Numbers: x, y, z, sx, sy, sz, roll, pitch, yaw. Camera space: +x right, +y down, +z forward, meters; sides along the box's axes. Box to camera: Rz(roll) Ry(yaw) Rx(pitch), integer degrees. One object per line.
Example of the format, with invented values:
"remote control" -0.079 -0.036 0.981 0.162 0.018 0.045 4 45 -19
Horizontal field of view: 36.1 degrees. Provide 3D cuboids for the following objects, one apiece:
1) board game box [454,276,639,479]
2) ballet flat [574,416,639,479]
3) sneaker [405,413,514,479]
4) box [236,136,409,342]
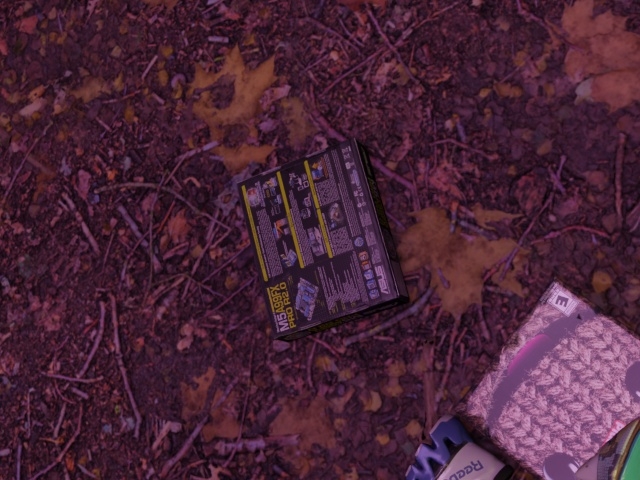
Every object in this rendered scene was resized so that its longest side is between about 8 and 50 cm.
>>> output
"board game box" 0.372 0.230 1.308 0.291 0.141 0.232 37 96 23
"ballet flat" 0.346 0.320 1.191 0.079 0.077 0.221 5 83 43
"sneaker" 0.177 0.420 1.360 0.182 0.127 0.315 27 90 26
"box" 0.000 0.000 1.545 0.216 0.060 0.270 -21 73 18
